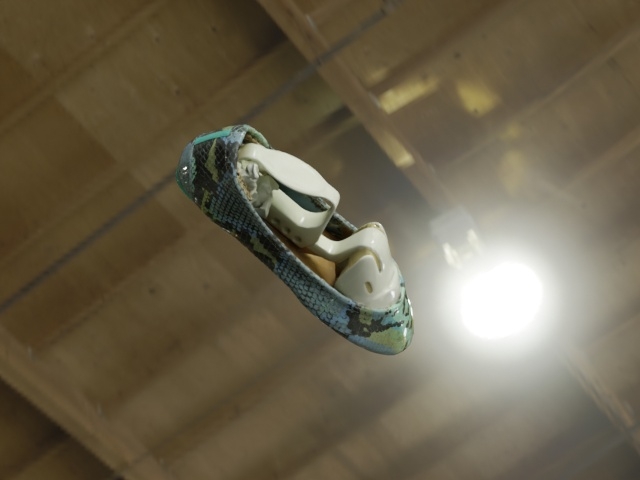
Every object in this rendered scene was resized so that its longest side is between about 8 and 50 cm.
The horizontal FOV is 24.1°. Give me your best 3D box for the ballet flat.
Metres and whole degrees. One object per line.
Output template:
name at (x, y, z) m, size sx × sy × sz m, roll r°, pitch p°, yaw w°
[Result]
ballet flat at (0.000, 0.000, 0.876) m, size 0.188 × 0.070 × 0.070 m, roll 37°, pitch -73°, yaw -22°
